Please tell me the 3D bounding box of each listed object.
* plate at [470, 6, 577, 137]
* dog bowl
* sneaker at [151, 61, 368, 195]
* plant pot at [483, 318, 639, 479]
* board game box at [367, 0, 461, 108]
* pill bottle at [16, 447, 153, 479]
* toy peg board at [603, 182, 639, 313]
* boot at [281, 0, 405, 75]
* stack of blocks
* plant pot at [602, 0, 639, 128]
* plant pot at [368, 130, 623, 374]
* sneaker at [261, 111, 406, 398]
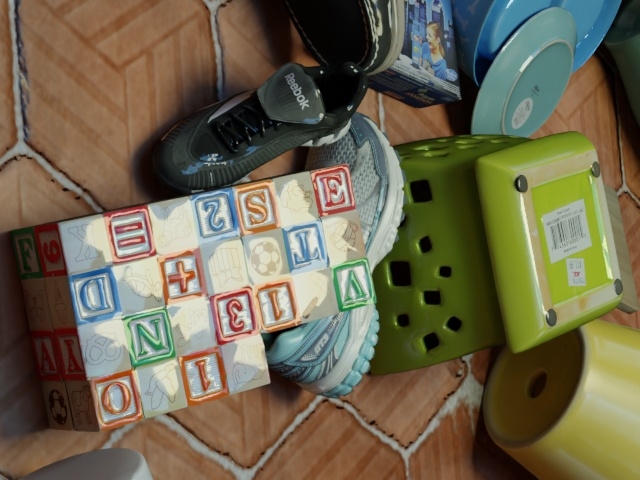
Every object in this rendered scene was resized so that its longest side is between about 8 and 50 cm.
[{"bbox_3d":[0.234,-0.170,1.995,0.188,0.024,0.188,-39,148,-31],"label":"plate"},{"bbox_3d":[0.233,-0.261,2.002,0.297,0.074,0.166,-16,132,-50],"label":"dog bowl"},{"bbox_3d":[-0.049,-0.113,1.625,0.234,0.106,0.078,-23,77,-35],"label":"sneaker"},{"bbox_3d":[0.318,0.195,1.968,0.239,0.254,0.254,27,62,-28],"label":"plant pot"},{"bbox_3d":[0.071,-0.257,1.862,0.194,0.060,0.194,18,69,-48],"label":"board game box"},{"bbox_3d":[-0.153,0.318,1.412,0.161,0.161,0.283,-34,111,-48],"label":"pill bottle"},{"bbox_3d":[0.284,0.002,2.086,0.161,0.079,0.160,25,50,-47],"label":"toy peg board"},{"bbox_3d":[-0.083,-0.297,1.617,0.284,0.138,0.377,-30,104,-50],"label":"boot"},{"bbox_3d":[-0.099,0.044,1.526,0.297,0.087,0.171,-14,95,-36],"label":"stack of blocks"},{"bbox_3d":[0.497,-0.212,2.235,0.255,0.272,0.271,49,48,-16],"label":"plant pot"},{"bbox_3d":[0.171,0.003,1.827,0.228,0.207,0.227,-17,98,-50],"label":"plant pot"},{"bbox_3d":[0.000,0.000,1.698,0.122,0.110,0.283,22,66,-41],"label":"sneaker"}]
